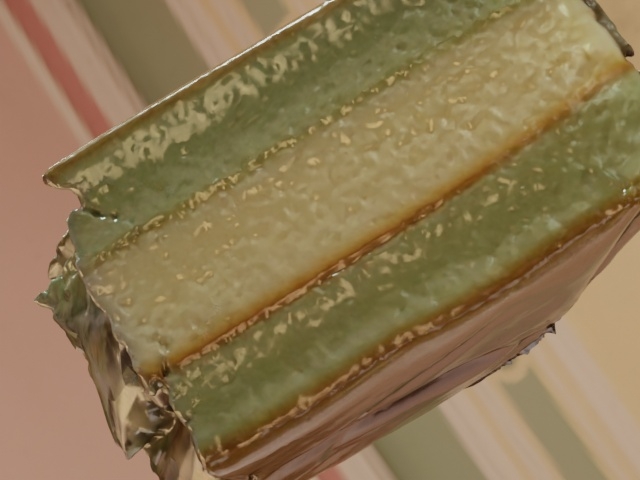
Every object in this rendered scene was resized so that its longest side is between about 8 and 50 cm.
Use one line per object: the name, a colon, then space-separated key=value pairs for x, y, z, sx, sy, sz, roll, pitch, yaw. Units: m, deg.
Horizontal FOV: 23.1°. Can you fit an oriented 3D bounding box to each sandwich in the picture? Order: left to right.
sandwich: x=0.000 y=0.000 z=0.654 sx=0.155 sy=0.198 sz=0.227 roll=57 pitch=-37 yaw=15
